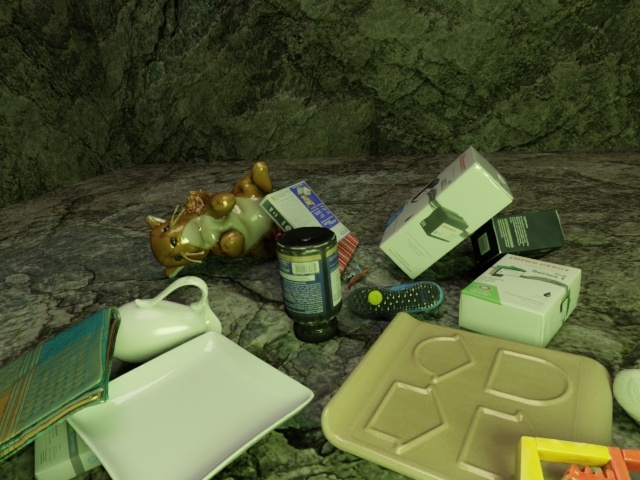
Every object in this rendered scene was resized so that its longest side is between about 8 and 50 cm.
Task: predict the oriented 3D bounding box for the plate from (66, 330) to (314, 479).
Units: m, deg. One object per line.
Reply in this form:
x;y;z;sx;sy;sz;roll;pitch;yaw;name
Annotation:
-0.198;0.259;0.679;0.277;0.045;0.278;18;29;39;plate

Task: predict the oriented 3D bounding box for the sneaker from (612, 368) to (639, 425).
0.482;0.255;0.563;0.086;0.085;0.237;16;24;-16;sneaker

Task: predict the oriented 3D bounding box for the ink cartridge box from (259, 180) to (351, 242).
-0.035;-0.057;1.203;0.208;0.045;0.206;47;30;5;ink cartridge box

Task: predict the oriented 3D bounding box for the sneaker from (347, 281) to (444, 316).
0.167;0.133;0.989;0.209;0.069;0.082;-8;-13;18;sneaker

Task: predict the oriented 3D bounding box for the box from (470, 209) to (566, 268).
0.474;0.000;1.089;0.158;0.093;0.156;-6;-16;-3;box

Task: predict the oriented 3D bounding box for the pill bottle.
-0.019;0.092;0.906;0.122;0.219;0.123;-5;21;2;pill bottle

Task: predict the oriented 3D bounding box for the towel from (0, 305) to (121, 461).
-0.494;0.261;0.705;0.370;0.040;0.271;-32;26;-8;towel

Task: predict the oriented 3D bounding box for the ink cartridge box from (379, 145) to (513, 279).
0.313;-0.076;1.141;0.307;0.129;0.223;-43;5;26;ink cartridge box

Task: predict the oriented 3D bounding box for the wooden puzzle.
0.222;0.249;0.655;0.347;0.081;0.322;13;28;29;wooden puzzle

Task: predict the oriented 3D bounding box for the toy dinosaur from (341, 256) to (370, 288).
0.096;0.092;1.153;0.082;0.047;0.090;-3;53;-17;toy dinosaur

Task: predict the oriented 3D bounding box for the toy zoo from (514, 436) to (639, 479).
0.309;0.298;0.424;0.293;0.030;0.192;5;44;7;toy zoo

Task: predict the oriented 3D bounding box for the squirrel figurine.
-0.312;-0.032;1.329;0.370;0.281;0.397;-24;12;-16;squirrel figurine

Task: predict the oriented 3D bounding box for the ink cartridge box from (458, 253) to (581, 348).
0.407;0.117;0.905;0.160;0.093;0.219;15;30;41;ink cartridge box

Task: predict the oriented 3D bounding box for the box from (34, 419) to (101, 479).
-0.354;0.297;0.724;0.186;0.038;0.145;-16;25;-27;box

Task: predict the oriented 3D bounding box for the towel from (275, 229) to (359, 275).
0.000;0.000;1.244;0.199;0.031;0.275;39;29;0;towel

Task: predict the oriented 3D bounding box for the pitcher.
-0.314;0.154;0.884;0.207;0.178;0.125;-7;29;-5;pitcher
